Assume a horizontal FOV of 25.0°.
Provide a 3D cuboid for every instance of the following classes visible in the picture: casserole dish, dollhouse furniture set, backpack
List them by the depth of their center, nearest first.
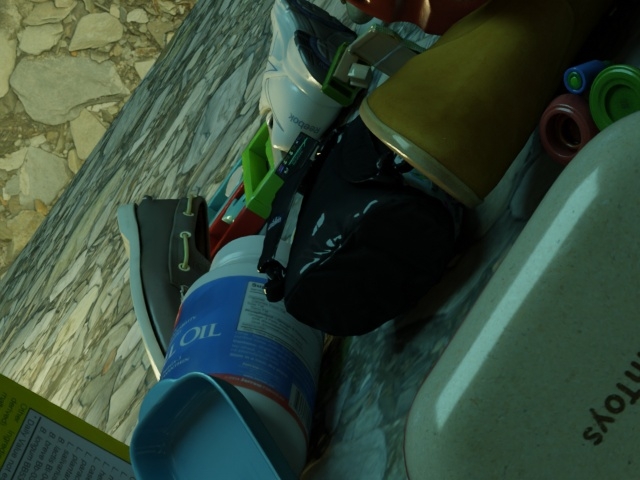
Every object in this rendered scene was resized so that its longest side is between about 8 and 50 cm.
[{"bbox_3d":[-0.061,0.176,0.992,0.114,0.037,0.188,-48,63,30],"label":"casserole dish"},{"bbox_3d":[0.039,-0.018,1.085,0.152,0.115,0.182,-38,21,21],"label":"backpack"},{"bbox_3d":[0.059,-0.181,1.403,0.151,0.076,0.059,-30,32,60],"label":"dollhouse furniture set"}]

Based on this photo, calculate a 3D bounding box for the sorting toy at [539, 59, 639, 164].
[{"bbox_3d":[0.183,-0.086,0.917,0.042,0.061,0.102,-22,-1,-39],"label":"sorting toy"}]

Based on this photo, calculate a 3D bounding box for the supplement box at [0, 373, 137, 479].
[{"bbox_3d":[-0.295,0.233,1.153,0.195,0.356,0.194,-39,23,48],"label":"supplement box"}]

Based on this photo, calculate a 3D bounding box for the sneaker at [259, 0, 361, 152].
[{"bbox_3d":[-0.028,-0.195,1.648,0.129,0.111,0.297,-58,14,21],"label":"sneaker"}]

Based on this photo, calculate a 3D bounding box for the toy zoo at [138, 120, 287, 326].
[{"bbox_3d":[-0.122,-0.004,1.692,0.293,0.030,0.192,-54,16,14],"label":"toy zoo"}]

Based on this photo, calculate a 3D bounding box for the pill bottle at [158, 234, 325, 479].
[{"bbox_3d":[-0.061,0.096,1.148,0.124,0.124,0.221,-48,18,30],"label":"pill bottle"}]

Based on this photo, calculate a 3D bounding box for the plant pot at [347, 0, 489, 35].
[{"bbox_3d":[0.119,-0.337,1.236,0.272,0.272,0.265,-29,41,60],"label":"plant pot"}]

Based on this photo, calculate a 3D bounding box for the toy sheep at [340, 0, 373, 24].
[{"bbox_3d":[0.067,-0.300,1.595,0.132,0.091,0.091,-61,15,6],"label":"toy sheep"}]

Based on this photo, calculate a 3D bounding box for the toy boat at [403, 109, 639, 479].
[{"bbox_3d":[0.147,0.053,0.637,0.231,0.151,0.151,-56,-13,4],"label":"toy boat"}]

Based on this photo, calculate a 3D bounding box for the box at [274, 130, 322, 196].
[{"bbox_3d":[0.000,-0.064,1.382,0.052,0.062,0.083,-58,15,3],"label":"box"}]

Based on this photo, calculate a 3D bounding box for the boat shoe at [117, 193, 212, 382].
[{"bbox_3d":[-0.141,0.053,1.486,0.096,0.117,0.324,-17,33,-3],"label":"boat shoe"}]

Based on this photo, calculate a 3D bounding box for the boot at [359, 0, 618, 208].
[{"bbox_3d":[0.135,-0.140,0.981,0.211,0.104,0.295,-49,2,14],"label":"boot"}]

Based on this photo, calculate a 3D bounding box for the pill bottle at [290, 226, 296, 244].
[{"bbox_3d":[0.000,0.000,1.294,0.043,0.043,0.083,-61,16,-11],"label":"pill bottle"}]
